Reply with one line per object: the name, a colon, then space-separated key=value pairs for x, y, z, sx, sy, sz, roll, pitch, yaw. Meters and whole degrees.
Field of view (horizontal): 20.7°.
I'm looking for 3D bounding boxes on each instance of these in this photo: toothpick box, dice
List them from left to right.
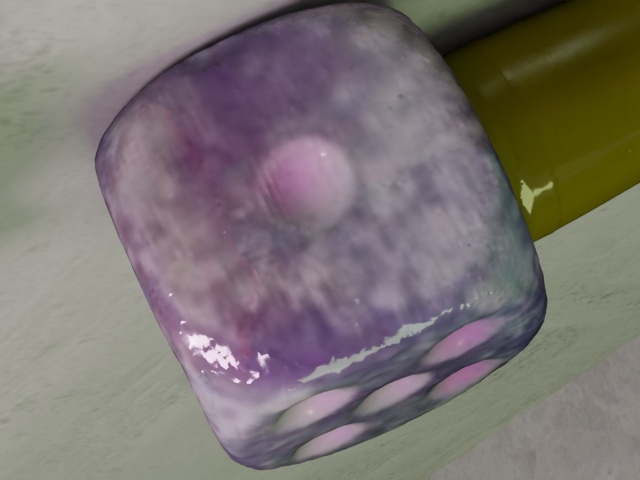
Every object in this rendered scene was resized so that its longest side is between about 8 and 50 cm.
dice: x=0.000 y=0.000 z=1.338 sx=0.270 sy=0.270 sz=0.271 roll=-25 pitch=161 yaw=-3
toothpick box: x=0.234 y=-0.124 z=1.488 sx=0.271 sy=0.175 sz=0.175 roll=-27 pitch=162 yaw=-11
